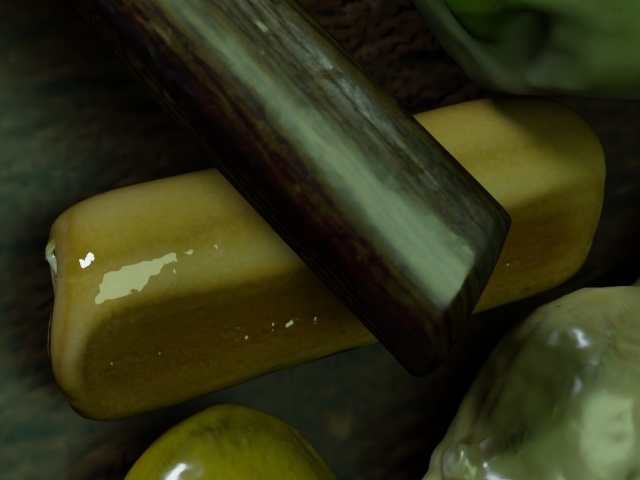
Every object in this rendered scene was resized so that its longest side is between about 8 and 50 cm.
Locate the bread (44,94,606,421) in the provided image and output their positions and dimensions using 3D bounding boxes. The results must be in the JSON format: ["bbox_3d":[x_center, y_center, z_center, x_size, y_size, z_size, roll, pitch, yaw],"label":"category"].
[{"bbox_3d":[0.000,0.000,0.599,0.239,0.074,0.092,-15,136,-23],"label":"bread"}]

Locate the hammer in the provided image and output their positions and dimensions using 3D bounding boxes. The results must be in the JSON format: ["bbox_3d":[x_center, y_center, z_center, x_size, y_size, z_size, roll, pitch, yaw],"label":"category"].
[{"bbox_3d":[-0.080,-0.122,0.510,0.409,0.095,0.242,45,73,-3],"label":"hammer"}]

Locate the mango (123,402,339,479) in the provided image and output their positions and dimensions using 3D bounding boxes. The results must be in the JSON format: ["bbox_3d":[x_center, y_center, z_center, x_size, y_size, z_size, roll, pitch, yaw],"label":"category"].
[{"bbox_3d":[-0.023,0.160,0.584,0.137,0.098,0.195,-9,87,-21],"label":"mango"}]

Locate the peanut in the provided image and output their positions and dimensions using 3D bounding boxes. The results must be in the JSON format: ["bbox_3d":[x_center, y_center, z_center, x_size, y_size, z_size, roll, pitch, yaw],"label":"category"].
[{"bbox_3d":[0.149,0.058,0.651,0.263,0.101,0.117,-33,145,-21],"label":"peanut"}]

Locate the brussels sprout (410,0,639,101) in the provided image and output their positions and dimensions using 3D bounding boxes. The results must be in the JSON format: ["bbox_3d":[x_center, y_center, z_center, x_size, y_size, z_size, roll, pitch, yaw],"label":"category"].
[{"bbox_3d":[0.105,-0.236,0.546,0.315,0.276,0.371,5,93,-38],"label":"brussels sprout"}]
